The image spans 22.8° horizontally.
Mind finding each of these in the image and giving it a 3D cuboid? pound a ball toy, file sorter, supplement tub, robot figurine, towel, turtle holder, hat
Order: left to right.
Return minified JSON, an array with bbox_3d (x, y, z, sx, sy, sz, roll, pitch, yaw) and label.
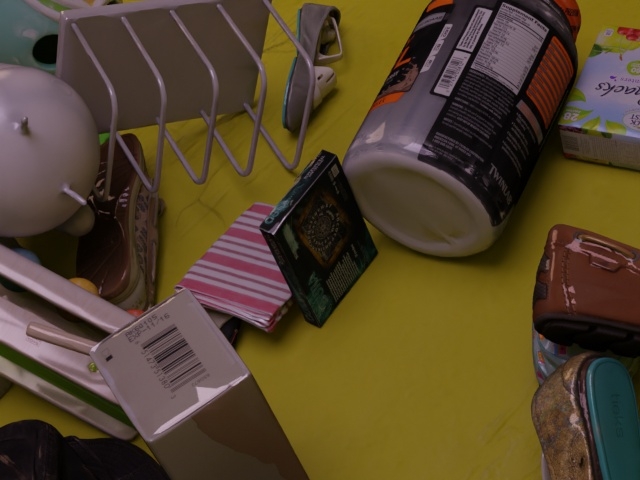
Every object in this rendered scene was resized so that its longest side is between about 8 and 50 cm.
[{"bbox_3d":[-0.393,-0.113,1.896,0.353,0.300,0.199,14,66,54],"label":"robot figurine"},{"bbox_3d":[-0.315,0.278,1.711,0.331,0.134,0.331,-11,31,6],"label":"hat"},{"bbox_3d":[-0.389,-0.351,2.188,0.227,0.243,0.320,24,101,10],"label":"turtle holder"},{"bbox_3d":[-0.277,0.095,1.802,0.319,0.208,0.135,27,63,6],"label":"pound a ball toy"},{"bbox_3d":[-0.171,-0.177,1.973,0.278,0.192,0.173,-11,47,-25],"label":"file sorter"},{"bbox_3d":[-0.069,0.028,1.932,0.144,0.029,0.197,17,45,27],"label":"towel"},{"bbox_3d":[0.179,-0.165,1.901,0.207,0.207,0.338,13,58,27],"label":"supplement tub"}]

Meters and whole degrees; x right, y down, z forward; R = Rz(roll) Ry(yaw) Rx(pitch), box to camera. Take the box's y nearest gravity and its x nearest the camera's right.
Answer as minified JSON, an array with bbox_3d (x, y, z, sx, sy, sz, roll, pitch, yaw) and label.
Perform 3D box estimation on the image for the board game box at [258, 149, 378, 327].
[{"bbox_3d":[0.000,0.000,1.845,0.026,0.186,0.126,23,63,34],"label":"board game box"}]

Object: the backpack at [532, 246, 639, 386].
[{"bbox_3d":[0.291,0.091,1.725,0.152,0.115,0.182,7,59,20],"label":"backpack"}]

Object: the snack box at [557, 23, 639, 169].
[{"bbox_3d":[0.414,-0.166,1.912,0.207,0.070,0.174,12,58,28],"label":"snack box"}]

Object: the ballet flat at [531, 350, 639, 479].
[{"bbox_3d":[0.277,0.286,1.572,0.123,0.123,0.348,-11,69,10],"label":"ballet flat"}]

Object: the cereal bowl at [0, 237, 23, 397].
[{"bbox_3d":[-0.526,0.085,1.987,0.339,0.141,0.339,-9,52,11],"label":"cereal bowl"}]

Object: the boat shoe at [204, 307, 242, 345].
[{"bbox_3d":[-0.123,0.109,1.898,0.049,0.042,0.133,-1,40,30],"label":"boat shoe"}]

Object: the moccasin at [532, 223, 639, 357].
[{"bbox_3d":[0.408,0.069,1.626,0.380,0.139,0.147,13,72,3],"label":"moccasin"}]

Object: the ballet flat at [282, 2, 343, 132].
[{"bbox_3d":[-0.007,-0.234,2.108,0.068,0.072,0.213,3,55,7],"label":"ballet flat"}]

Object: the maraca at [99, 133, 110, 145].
[{"bbox_3d":[-0.363,-0.107,2.110,0.127,0.099,0.186,38,58,23],"label":"maraca"}]

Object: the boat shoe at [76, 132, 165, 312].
[{"bbox_3d":[-0.255,-0.016,2.020,0.105,0.089,0.285,-20,45,20],"label":"boat shoe"}]

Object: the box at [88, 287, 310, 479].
[{"bbox_3d":[-0.107,0.208,1.637,0.121,0.311,0.148,-34,51,-9],"label":"box"}]
